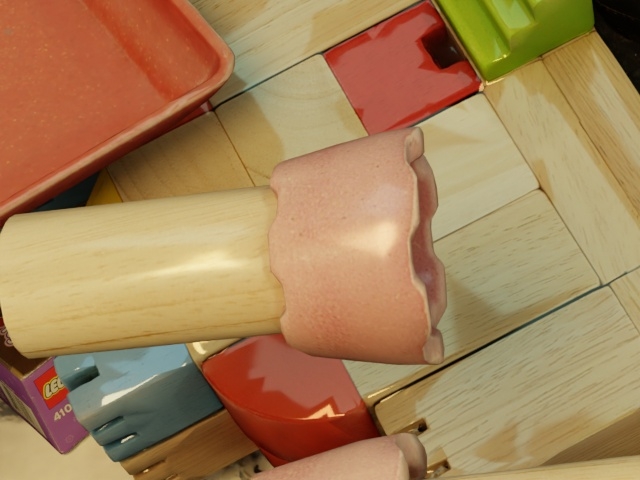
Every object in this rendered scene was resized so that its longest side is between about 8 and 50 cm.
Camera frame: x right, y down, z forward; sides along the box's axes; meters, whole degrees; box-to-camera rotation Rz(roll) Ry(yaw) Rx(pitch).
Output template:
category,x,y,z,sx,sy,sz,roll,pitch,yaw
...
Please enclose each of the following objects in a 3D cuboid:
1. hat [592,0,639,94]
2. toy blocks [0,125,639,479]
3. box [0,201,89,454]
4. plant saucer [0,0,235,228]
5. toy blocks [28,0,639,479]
category,x,y,z,sx,sy,sz,roll,pitch,yaw
hat,0.172,-0.201,0.877,0.331,0.134,0.331,-24,47,29
toy blocks,0.056,0.163,0.504,0.260,0.288,0.309,-6,42,10
box,-0.137,-0.039,0.957,0.201,0.057,0.293,-38,45,-20
plant saucer,-0.201,-0.068,0.735,0.258,0.047,0.259,-32,57,-14
toy blocks,0.000,0.000,0.760,0.261,0.191,0.381,-28,62,-1
